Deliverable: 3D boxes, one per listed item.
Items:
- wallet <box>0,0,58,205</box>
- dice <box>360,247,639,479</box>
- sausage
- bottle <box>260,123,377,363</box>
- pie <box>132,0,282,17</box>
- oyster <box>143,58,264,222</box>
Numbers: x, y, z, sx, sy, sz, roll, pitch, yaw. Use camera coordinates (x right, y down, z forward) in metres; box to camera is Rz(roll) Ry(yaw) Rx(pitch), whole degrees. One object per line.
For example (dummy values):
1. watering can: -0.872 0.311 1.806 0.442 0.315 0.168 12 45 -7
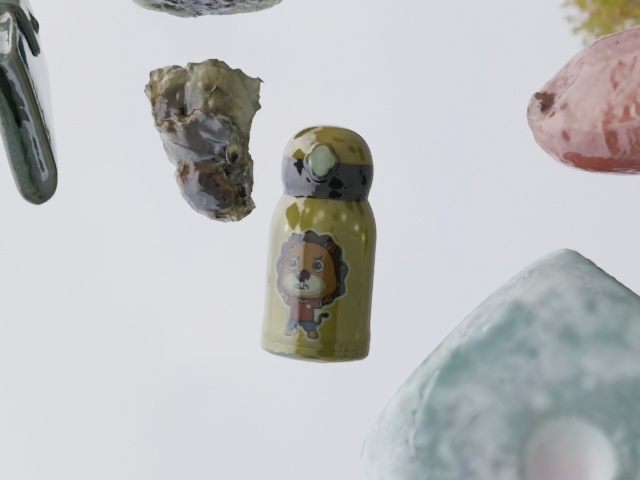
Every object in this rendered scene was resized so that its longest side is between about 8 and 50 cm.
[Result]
1. wallet: -0.422 -0.242 1.931 0.360 0.083 0.252 -111 10 -53
2. dice: 0.265 0.232 1.454 0.328 0.330 0.348 45 -177 17
3. sausage: 0.315 -0.130 1.219 0.148 0.254 0.148 15 -108 -54
4. bottle: 0.000 0.000 2.082 0.171 0.171 0.351 -8 -78 -64
5. pie: -0.197 -0.455 2.391 0.323 0.323 0.071 22 -123 -61
6. oyster: -0.149 -0.125 1.843 0.107 0.161 0.233 -59 -42 -60
